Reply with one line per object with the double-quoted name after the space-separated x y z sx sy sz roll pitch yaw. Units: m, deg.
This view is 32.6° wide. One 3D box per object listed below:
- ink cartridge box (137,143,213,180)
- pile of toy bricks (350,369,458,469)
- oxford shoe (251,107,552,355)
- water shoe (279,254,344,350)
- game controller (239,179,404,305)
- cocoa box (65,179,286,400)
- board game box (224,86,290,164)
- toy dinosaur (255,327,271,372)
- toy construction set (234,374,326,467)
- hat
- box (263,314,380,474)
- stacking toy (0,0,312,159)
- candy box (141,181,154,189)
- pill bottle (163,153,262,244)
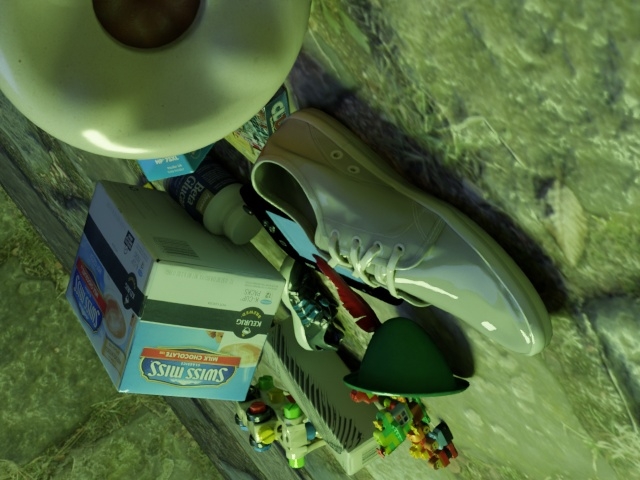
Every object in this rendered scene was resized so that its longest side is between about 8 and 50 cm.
-0.219 -0.211 1.423 0.078 0.134 0.231 -8 124 29 "ink cartridge box"
0.125 0.301 1.756 0.118 0.105 0.212 19 143 56 "pile of toy bricks"
0.082 0.004 1.302 0.449 0.130 0.169 39 155 28 "oxford shoe"
-0.009 0.099 1.787 0.080 0.073 0.203 6 136 24 "water shoe"
0.000 0.000 1.563 0.319 0.067 0.166 23 146 54 "game controller"
-0.250 0.079 1.804 0.347 0.231 0.228 43 118 54 "cocoa box"
-0.133 -0.208 1.527 0.243 0.042 0.165 42 158 26 "board game box"
-0.167 0.147 2.131 0.200 0.127 0.296 52 180 32 "toy dinosaur"
-0.046 0.329 2.088 0.327 0.215 0.151 180 80 -73 "toy construction set"
0.114 0.112 1.509 0.173 0.208 0.184 4 93 35 "hat"
0.010 0.262 1.906 0.275 0.094 0.113 51 162 28 "box"
-0.237 -0.325 1.271 0.351 0.350 0.480 63 174 -30 "stacking toy"
-0.348 -0.051 2.302 0.105 0.027 0.206 48 161 -1 "candy box"
-0.170 -0.068 1.776 0.169 0.094 0.094 40 157 29 "pill bottle"
